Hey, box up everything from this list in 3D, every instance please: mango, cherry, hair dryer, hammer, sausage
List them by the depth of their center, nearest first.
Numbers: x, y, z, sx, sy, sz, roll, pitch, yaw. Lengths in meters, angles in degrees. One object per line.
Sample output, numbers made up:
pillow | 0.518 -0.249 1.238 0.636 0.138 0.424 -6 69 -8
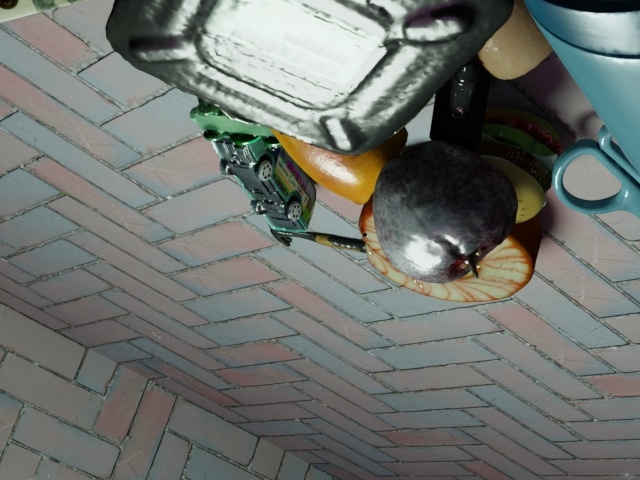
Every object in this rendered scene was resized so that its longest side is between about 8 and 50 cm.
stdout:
sausage | 0.169 -0.301 1.262 0.123 0.123 0.253 -11 142 47
hair dryer | 0.178 -0.199 1.403 0.071 0.114 0.248 9 169 8
cherry | 0.161 -0.042 1.478 0.195 0.195 0.195 15 155 7
mango | -0.002 -0.184 1.562 0.257 0.187 0.138 35 132 -13
hammer | 0.000 0.000 2.110 0.201 0.021 0.078 11 154 18

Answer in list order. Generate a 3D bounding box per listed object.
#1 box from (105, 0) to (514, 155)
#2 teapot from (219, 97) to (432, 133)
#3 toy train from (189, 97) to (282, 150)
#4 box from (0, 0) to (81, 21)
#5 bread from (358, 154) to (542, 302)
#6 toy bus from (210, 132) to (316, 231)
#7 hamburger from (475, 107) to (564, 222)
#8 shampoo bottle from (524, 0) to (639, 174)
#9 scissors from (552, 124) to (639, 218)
box | -0.026 -0.239 1.138 0.359 0.091 0.350 22 150 -15
teapot | -0.038 -0.264 1.347 0.337 0.270 0.200 35 -165 -27
toy train | -0.108 -0.196 1.684 0.178 0.104 0.071 9 137 22
box | -0.294 -0.354 1.408 0.257 0.164 0.069 -3 119 38
bread | 0.213 -0.017 1.821 0.295 0.114 0.327 14 154 11
toy bus | -0.089 -0.114 1.836 0.091 0.109 0.261 6 151 28
hamburger | 0.260 -0.099 1.596 0.175 0.137 0.175 18 158 8
shampoo bottle | 0.376 -0.232 1.013 0.331 0.331 0.343 -1 150 36
scissors | 0.525 -0.020 1.586 0.447 0.029 0.193 37 124 -24
